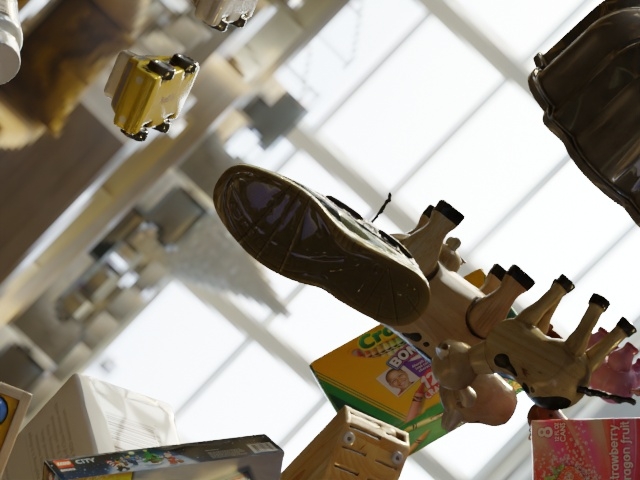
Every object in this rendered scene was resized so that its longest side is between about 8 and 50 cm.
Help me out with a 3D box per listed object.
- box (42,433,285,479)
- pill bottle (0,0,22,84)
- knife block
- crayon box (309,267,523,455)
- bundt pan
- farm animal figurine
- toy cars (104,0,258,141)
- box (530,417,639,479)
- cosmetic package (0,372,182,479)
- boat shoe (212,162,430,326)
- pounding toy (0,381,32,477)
[{"bbox_3d":[-0.153,0.274,1.464,0.044,0.233,0.159,34,-60,52],"label":"box"},{"bbox_3d":[-0.370,-0.239,1.708,0.078,0.078,0.137,-44,-137,29],"label":"pill bottle"},{"bbox_3d":[-0.029,0.321,1.750,0.242,0.088,0.276,-1,-114,66],"label":"knife block"},{"bbox_3d":[0.146,0.176,2.102,0.278,0.165,0.081,-29,139,-5],"label":"crayon box"},{"bbox_3d":[0.351,-0.104,1.373,0.124,0.331,0.331,-54,179,29],"label":"bundt pan"},{"bbox_3d":[0.154,0.100,1.557,0.172,0.327,0.330,-49,168,-7],"label":"farm animal figurine"},{"bbox_3d":[-0.179,-0.269,2.012,0.394,0.087,0.176,-58,173,-33],"label":"toy cars"},{"bbox_3d":[0.284,0.326,1.486,0.142,0.154,0.300,46,44,-69],"label":"box"},{"bbox_3d":[-0.352,0.405,1.925,0.453,0.161,0.230,-45,-138,23],"label":"cosmetic package"},{"bbox_3d":[0.001,-0.001,1.419,0.080,0.223,0.073,-56,-171,17],"label":"boat shoe"},{"bbox_3d":[-0.385,0.193,1.574,0.100,0.141,0.130,-16,-127,66],"label":"pounding toy"}]
